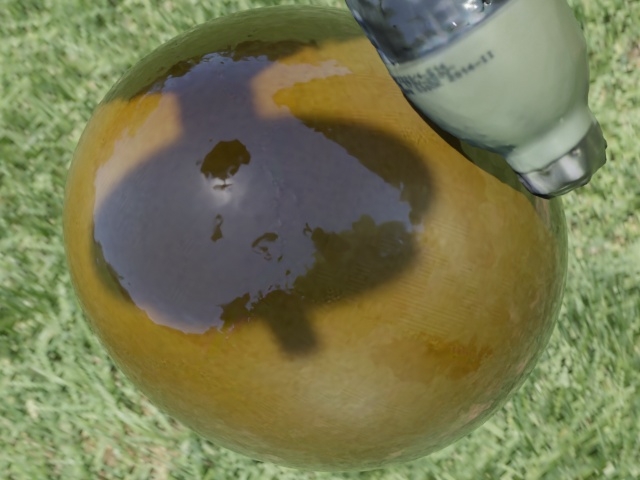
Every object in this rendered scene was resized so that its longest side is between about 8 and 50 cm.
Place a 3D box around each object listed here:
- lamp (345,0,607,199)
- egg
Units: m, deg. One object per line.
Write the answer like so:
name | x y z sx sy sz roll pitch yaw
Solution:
lamp | 0.067 -0.123 0.717 0.101 0.101 0.250 -36 107 2
egg | 0.000 0.000 0.876 0.283 0.351 0.282 -10 73 37
